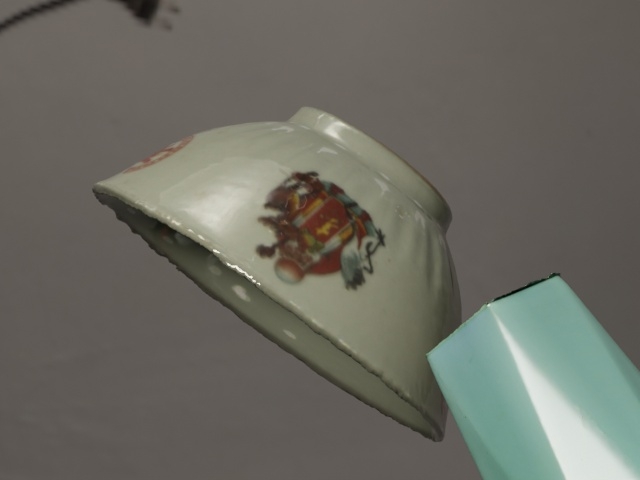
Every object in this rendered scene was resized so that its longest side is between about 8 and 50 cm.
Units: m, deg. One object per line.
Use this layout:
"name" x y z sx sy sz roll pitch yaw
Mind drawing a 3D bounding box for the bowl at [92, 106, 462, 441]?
"bowl" 0.000 0.000 1.522 0.337 0.337 0.157 40 81 -27

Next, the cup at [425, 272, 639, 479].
"cup" 0.165 0.143 1.166 0.134 0.235 0.148 -21 160 -32
